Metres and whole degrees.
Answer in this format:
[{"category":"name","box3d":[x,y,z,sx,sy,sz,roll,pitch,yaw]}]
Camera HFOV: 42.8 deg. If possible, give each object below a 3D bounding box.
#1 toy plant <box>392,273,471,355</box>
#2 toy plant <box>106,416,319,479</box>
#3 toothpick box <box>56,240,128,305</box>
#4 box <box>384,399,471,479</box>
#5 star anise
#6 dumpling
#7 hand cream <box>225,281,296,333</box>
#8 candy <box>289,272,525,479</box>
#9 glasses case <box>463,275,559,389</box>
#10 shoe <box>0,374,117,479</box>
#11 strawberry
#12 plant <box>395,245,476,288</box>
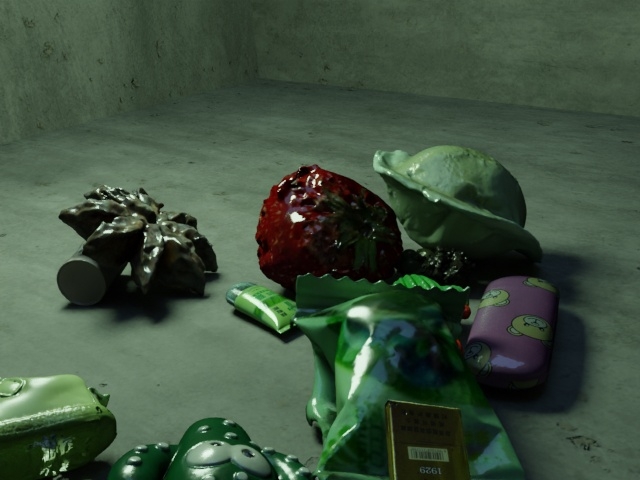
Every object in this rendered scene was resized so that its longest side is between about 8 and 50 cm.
[{"category":"toy plant","box3d":[0.159,0.132,1.298,0.154,0.088,0.240,5,30,14]},{"category":"toy plant","box3d":[-0.112,0.281,0.927,0.232,0.113,0.243,14,10,16]},{"category":"toothpick box","box3d":[-0.441,0.051,1.593,0.098,0.098,0.149,-2,22,6]},{"category":"box","box3d":[0.120,0.245,0.909,0.090,0.023,0.133,7,49,-10]},{"category":"star anise","box3d":[-0.338,-0.010,1.575,0.331,0.118,0.332,24,21,-10]},{"category":"dumpling","box3d":[0.261,-0.081,1.551,0.320,0.270,0.212,1,65,8]},{"category":"hand cream","box3d":[-0.094,0.115,1.440,0.095,0.046,0.175,-21,28,-41]},{"category":"candy","box3d":[0.103,0.202,1.035,0.262,0.172,0.398,-2,30,-6]},{"category":"glasses case","box3d":[0.303,0.136,1.273,0.123,0.076,0.316,4,23,19]},{"category":"shoe","box3d":[-0.396,0.254,1.044,0.262,0.140,0.128,-8,31,-23]},{"category":"strawberry","box3d":[0.000,0.000,1.511,0.274,0.274,0.220,-25,-8,-42]},{"category":"plant","box3d":[0.209,0.048,1.518,0.174,0.085,0.087,5,23,40]}]
